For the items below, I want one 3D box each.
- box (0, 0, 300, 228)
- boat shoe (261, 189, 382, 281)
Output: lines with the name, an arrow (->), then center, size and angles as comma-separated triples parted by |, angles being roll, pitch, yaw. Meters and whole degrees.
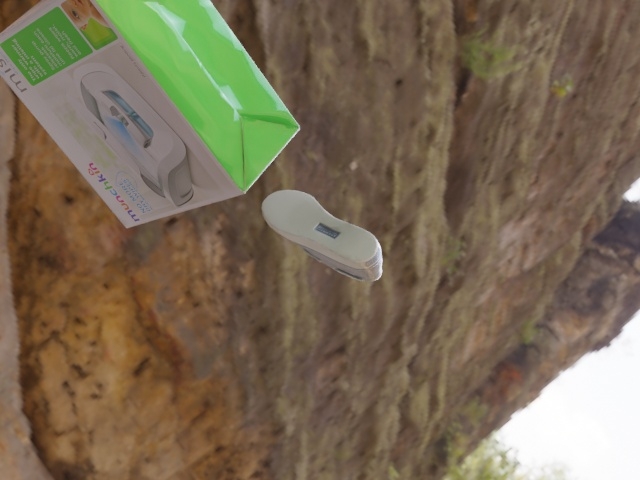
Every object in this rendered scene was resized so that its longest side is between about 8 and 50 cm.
box -> -0.194, -0.165, 1.092 | 0.231, 0.126, 0.262 | -12, -58, 46
boat shoe -> 0.001, 0.000, 1.533 | 0.227, 0.079, 0.081 | 30, -27, 34
